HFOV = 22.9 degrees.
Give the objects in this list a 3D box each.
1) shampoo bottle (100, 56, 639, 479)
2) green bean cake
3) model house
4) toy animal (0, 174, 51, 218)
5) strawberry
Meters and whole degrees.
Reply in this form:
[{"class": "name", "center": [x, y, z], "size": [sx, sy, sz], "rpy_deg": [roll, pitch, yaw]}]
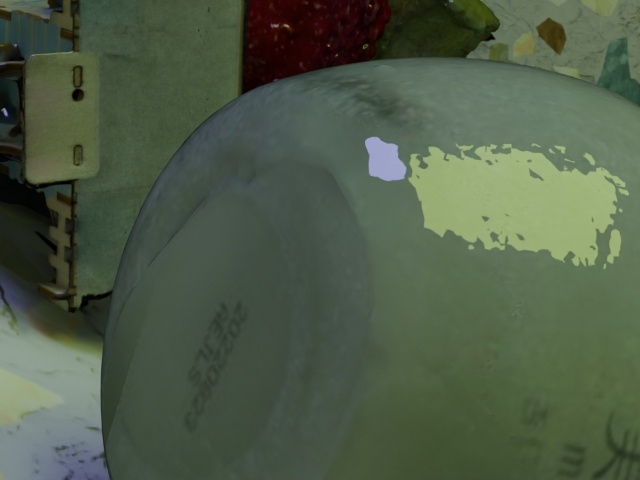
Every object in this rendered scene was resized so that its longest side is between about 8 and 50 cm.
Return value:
[{"class": "shampoo bottle", "center": [0.060, 0.066, 0.794], "size": [0.317, 0.322, 0.322], "rpy_deg": [12, 24, -32]}, {"class": "green bean cake", "center": [0.087, -0.221, 1.914], "size": [0.124, 0.236, 0.233], "rpy_deg": [25, 13, -38]}, {"class": "model house", "center": [-0.165, -0.100, 1.036], "size": [0.178, 0.271, 0.206], "rpy_deg": [-10, 21, -33]}, {"class": "toy animal", "center": [-0.069, 0.000, 1.178], "size": [0.367, 0.081, 0.206], "rpy_deg": [32, 36, 2]}, {"class": "strawberry", "center": [-0.046, -0.238, 1.785], "size": [0.274, 0.220, 0.274], "rpy_deg": [-5, 0, 0]}]
